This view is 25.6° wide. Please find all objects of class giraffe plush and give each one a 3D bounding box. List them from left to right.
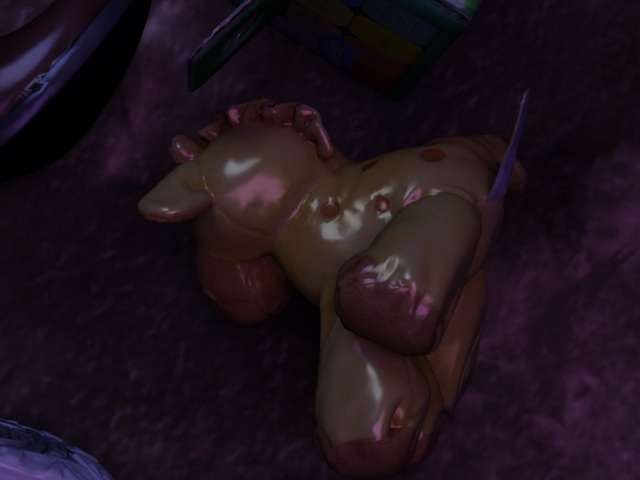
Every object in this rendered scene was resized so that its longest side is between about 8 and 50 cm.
[{"bbox_3d":[0.000,0.000,0.734,0.171,0.181,0.210,17,93,15],"label":"giraffe plush"}]

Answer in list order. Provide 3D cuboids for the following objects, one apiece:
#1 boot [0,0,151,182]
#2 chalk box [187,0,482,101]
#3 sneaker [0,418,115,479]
[{"bbox_3d":[-0.265,-0.124,0.752,0.280,0.096,0.264,44,88,5],"label":"boot"},{"bbox_3d":[0.022,-0.197,0.735,0.179,0.180,0.289,30,83,-4],"label":"chalk box"},{"bbox_3d":[-0.219,0.147,0.723,0.232,0.090,0.115,5,91,2],"label":"sneaker"}]
